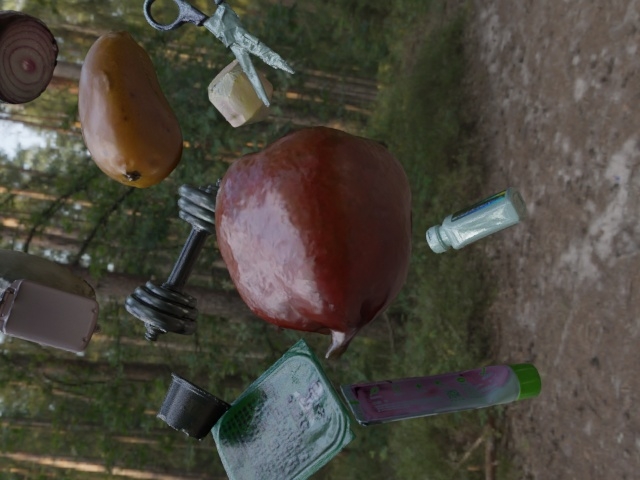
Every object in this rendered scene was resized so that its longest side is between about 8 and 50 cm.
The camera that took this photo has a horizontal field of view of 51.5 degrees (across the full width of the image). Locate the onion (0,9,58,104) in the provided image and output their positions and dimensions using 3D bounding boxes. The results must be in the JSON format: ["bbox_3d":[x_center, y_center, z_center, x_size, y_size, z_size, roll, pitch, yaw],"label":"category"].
[{"bbox_3d":[-0.653,-0.390,1.339,0.195,0.139,0.218,-62,-28,-7],"label":"onion"}]

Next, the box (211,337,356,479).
[{"bbox_3d":[-0.072,0.428,1.494,0.336,0.106,0.264,-42,55,13],"label":"box"}]

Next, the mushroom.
[{"bbox_3d":[-0.790,0.106,1.729,0.126,0.396,0.177,-97,19,-53],"label":"mushroom"}]

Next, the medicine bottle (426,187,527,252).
[{"bbox_3d":[0.358,-0.041,1.545,0.083,0.228,0.121,61,-150,-6],"label":"medicine bottle"}]

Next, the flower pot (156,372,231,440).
[{"bbox_3d":[-0.293,0.379,1.493,0.107,0.157,0.157,-59,2,-14],"label":"flower pot"}]

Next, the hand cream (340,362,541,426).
[{"bbox_3d":[0.170,0.208,0.906,0.079,0.275,0.050,162,103,-75],"label":"hand cream"}]

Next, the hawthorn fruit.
[{"bbox_3d":[-0.002,-0.017,0.935,0.311,0.294,0.295,-128,40,-50],"label":"hawthorn fruit"}]

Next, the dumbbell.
[{"bbox_3d":[-0.306,0.043,1.529,0.179,0.179,0.406,-172,107,-82],"label":"dumbbell"}]

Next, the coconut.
[{"bbox_3d":[-0.190,-0.360,1.647,0.147,0.153,0.147,-33,26,19],"label":"coconut"}]

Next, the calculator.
[{"bbox_3d":[-0.465,0.130,1.142,0.032,0.174,0.100,-34,40,59],"label":"calculator"}]

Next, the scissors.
[{"bbox_3d":[-0.207,-0.465,1.463,0.256,0.383,0.029,-41,-5,16],"label":"scissors"}]

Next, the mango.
[{"bbox_3d":[-0.189,-0.126,0.627,0.159,0.084,0.105,65,-177,17],"label":"mango"}]
